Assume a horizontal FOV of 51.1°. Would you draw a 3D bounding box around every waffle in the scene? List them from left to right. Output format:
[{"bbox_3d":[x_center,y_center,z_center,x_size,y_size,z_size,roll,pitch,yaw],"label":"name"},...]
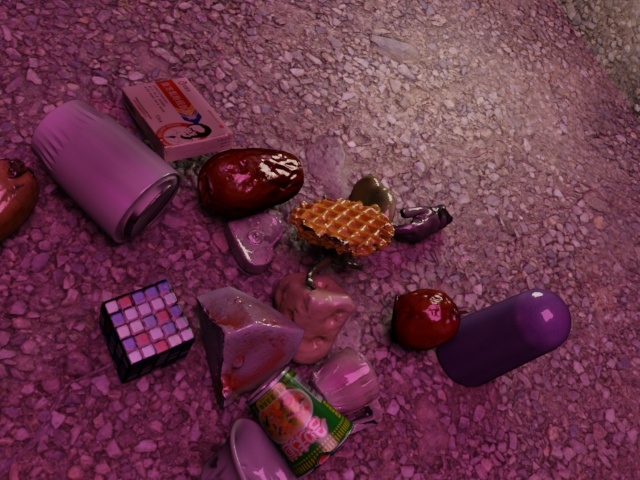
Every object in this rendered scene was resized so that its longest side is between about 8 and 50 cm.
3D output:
[{"bbox_3d":[0.062,-0.045,1.957,0.311,0.060,0.307,3,30,0],"label":"waffle"}]

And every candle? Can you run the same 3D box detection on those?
[{"bbox_3d":[-0.204,-0.004,1.997,0.168,0.068,0.192,24,55,-7],"label":"candle"}]

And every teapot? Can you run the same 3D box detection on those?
[{"bbox_3d":[0.060,0.422,1.860,0.178,0.222,0.163,-27,38,-20],"label":"teapot"}]

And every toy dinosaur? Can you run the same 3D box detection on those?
[{"bbox_3d":[0.000,0.000,1.991,0.300,0.087,0.447,8,38,-36],"label":"toy dinosaur"}]

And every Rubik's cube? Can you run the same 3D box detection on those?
[{"bbox_3d":[-0.448,0.234,1.715,0.184,0.187,0.182,-20,74,-26],"label":"Rubik's cube"}]

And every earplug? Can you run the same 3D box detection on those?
[{"bbox_3d":[0.535,0.271,1.917,0.215,0.456,0.215,8,65,-18],"label":"earplug"}]

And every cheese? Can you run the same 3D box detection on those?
[{"bbox_3d":[-0.039,0.205,1.903,0.173,0.251,0.248,3,29,-27],"label":"cheese"}]

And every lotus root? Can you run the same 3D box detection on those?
[{"bbox_3d":[-0.863,-0.076,1.722,0.182,0.183,0.310,32,61,-3],"label":"lotus root"}]

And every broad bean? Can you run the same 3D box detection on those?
[{"bbox_3d":[0.156,-0.107,2.143,0.100,0.169,0.228,45,12,-42],"label":"broad bean"}]

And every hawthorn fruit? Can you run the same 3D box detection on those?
[{"bbox_3d":[0.323,0.227,1.989,0.189,0.251,0.190,41,37,-42],"label":"hawthorn fruit"}]

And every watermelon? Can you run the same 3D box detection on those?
[{"bbox_3d":[-0.188,0.269,1.750,0.289,0.214,0.320,-4,76,4],"label":"watermelon"}]

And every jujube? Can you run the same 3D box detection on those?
[{"bbox_3d":[-0.205,-0.177,1.994,0.317,0.223,0.223,-13,70,-33],"label":"jujube"}]

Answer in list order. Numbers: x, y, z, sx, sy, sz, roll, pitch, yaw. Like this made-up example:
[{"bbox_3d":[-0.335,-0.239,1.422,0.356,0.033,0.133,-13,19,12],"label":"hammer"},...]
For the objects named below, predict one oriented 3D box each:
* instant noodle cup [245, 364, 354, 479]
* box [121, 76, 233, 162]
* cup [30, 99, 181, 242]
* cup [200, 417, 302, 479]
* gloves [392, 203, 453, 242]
[{"bbox_3d":[-0.061,0.448,1.703,0.207,0.207,0.233,-39,87,-32],"label":"instant noodle cup"},{"bbox_3d":[-0.434,-0.370,2.013,0.214,0.069,0.353,-17,49,-27],"label":"box"},{"bbox_3d":[-0.585,-0.193,1.842,0.371,0.253,0.253,42,58,6],"label":"cup"},{"bbox_3d":[-0.164,0.614,1.583,0.163,0.347,0.347,-35,79,4],"label":"cup"},{"bbox_3d":[0.316,-0.062,2.193,0.285,0.142,0.119,-11,42,-25],"label":"gloves"}]
